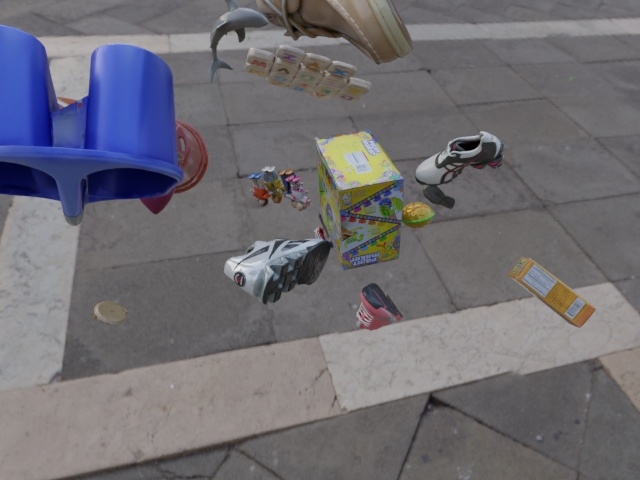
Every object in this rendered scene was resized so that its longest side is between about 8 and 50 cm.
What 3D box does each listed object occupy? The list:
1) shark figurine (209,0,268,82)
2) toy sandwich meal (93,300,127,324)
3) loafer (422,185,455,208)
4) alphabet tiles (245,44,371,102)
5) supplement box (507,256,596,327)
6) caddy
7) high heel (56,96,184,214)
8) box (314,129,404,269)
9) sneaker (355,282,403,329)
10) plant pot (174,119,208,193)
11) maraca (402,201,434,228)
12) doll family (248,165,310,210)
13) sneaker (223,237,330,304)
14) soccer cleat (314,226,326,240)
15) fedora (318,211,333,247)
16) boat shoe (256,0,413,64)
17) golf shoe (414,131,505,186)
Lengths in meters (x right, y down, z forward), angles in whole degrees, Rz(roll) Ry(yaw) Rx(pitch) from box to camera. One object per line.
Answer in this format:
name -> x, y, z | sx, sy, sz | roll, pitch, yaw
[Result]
shark figurine -> -0.307, -0.635, 1.496 | 0.166, 0.278, 0.116 | 44, 43, -15
toy sandwich meal -> -0.506, 0.178, 1.164 | 0.085, 0.029, 0.085 | 29, 22, -13
loafer -> 0.396, -0.147, 1.652 | 0.148, 0.056, 0.050 | 27, -7, -31
alphabet tiles -> -0.032, -0.377, 1.119 | 0.284, 0.021, 0.278 | 11, 2, -14
supplement box -> 0.658, 0.146, 1.383 | 0.233, 0.078, 0.080 | 40, 93, 2
caddy -> -0.300, -0.107, 0.584 | 0.241, 0.179, 0.341 | -1, -1, -24
high heel -> -0.550, -0.218, 1.244 | 0.377, 0.181, 0.127 | 30, 20, -2
box -> 0.104, -0.122, 1.404 | 0.177, 0.279, 0.290 | -11, 41, -8
sneaker -> 0.168, 0.233, 1.516 | 0.136, 0.314, 0.116 | -36, 64, 5
plant pot -> -0.528, -0.298, 1.631 | 0.272, 0.272, 0.265 | -2, 3, -8
maraca -> 0.357, -0.100, 1.884 | 0.127, 0.099, 0.185 | -28, 25, -33
doll family -> -0.133, -0.190, 1.802 | 0.263, 0.163, 0.118 | 9, 44, 27
sneaker -> -0.091, 0.041, 1.126 | 0.146, 0.122, 0.330 | 24, 17, 23
soccer cleat -> 0.000, 0.000, 1.517 | 0.029, 0.035, 0.083 | -4, 76, -42
fedora -> 0.111, -0.103, 1.826 | 0.334, 0.334, 0.152 | -31, 87, -32
boat shoe -> -0.013, -0.286, 0.568 | 0.110, 0.121, 0.341 | -39, 50, 9
golf shoe -> 0.378, -0.241, 1.378 | 0.272, 0.120, 0.105 | -18, 57, 37
